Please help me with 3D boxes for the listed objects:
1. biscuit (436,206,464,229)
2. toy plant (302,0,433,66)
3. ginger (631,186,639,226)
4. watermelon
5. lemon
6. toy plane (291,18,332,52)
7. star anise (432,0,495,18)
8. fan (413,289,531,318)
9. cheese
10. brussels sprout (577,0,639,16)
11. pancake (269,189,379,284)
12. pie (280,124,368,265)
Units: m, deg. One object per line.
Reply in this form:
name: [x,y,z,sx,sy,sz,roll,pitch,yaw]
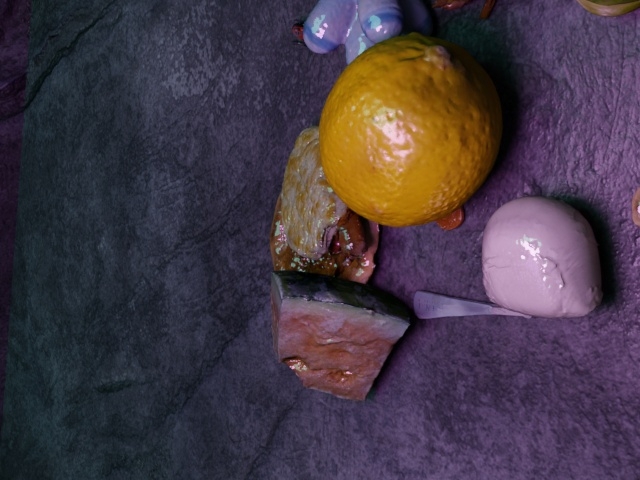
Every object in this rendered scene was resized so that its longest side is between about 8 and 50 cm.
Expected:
biscuit: [0.239,-0.066,1.640,0.078,0.015,0.091,-25,76,45]
toy plant: [0.088,-0.446,1.618,0.247,0.247,0.332,7,104,47]
ginger: [0.533,-0.020,1.285,0.133,0.059,0.214,-42,62,47]
watermelon: [0.016,0.161,1.738,0.302,0.264,0.151,109,171,-45]
lemon: [0.153,-0.183,1.512,0.336,0.336,0.336,8,100,47]
toy plane: [-0.019,-0.435,1.866,0.145,0.037,0.060,26,117,45]
star anise: [0.272,-0.466,1.486,0.212,0.111,0.196,-179,105,-78]
fan: [0.278,0.128,1.618,0.282,0.023,0.057,2,95,49]
cheese: [0.354,0.022,1.417,0.198,0.154,0.189,6,119,44]
brussels sprout: [0.430,-0.407,1.299,0.183,0.131,0.145,-5,86,43]
pancake: [0.002,0.000,1.874,0.356,0.065,0.356,1,91,47]
pie: [0.005,-0.094,1.759,0.257,0.105,0.274,7,89,48]
